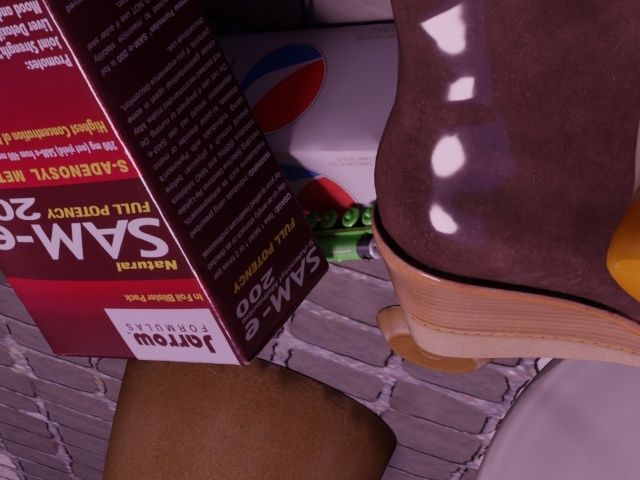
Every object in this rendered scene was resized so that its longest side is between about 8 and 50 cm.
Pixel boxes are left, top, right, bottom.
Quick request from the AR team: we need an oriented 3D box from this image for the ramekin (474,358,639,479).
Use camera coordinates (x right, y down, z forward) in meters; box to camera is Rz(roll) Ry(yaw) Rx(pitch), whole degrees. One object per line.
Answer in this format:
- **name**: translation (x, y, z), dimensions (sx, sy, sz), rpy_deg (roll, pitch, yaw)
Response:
- **ramekin**: translation (0.205, 0.167, 0.746), dimensions (0.273, 0.273, 0.127), rpy_deg (18, 169, 3)

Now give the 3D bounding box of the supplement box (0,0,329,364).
- **supplement box**: translation (-0.107, -0.061, 0.588), dimensions (0.130, 0.073, 0.239), rpy_deg (-2, 127, 40)

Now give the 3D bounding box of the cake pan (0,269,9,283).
- **cake pan**: translation (-0.269, -0.056, 0.865), dimensions (0.293, 0.054, 0.293), rpy_deg (16, 157, 7)

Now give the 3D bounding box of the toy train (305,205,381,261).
- **toy train**: translation (0.000, 0.000, 0.637), dimensions (0.083, 0.024, 0.017), rpy_deg (-4, 148, 45)

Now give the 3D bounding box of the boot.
- **boot**: translation (0.142, -0.038, 0.531), dimensions (0.248, 0.090, 0.207), rpy_deg (-6, 136, -2)

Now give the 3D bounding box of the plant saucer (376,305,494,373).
- **plant saucer**: translation (0.074, 0.068, 0.925), dimensions (0.083, 0.015, 0.083), rpy_deg (16, 158, 7)

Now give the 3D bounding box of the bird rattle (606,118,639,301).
- **bird rattle**: translation (0.158, -0.025, 0.415), dimensions (0.143, 0.207, 0.253), rpy_deg (3, 148, 44)

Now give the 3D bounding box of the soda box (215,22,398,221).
- **soda box**: translation (-0.027, -0.050, 0.667), dimensions (0.216, 0.069, 0.074), rpy_deg (1, 152, 35)

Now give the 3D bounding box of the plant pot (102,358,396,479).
- **plant pot**: translation (-0.085, 0.247, 1.152), dimensions (0.237, 0.254, 0.237), rpy_deg (15, 157, 6)
